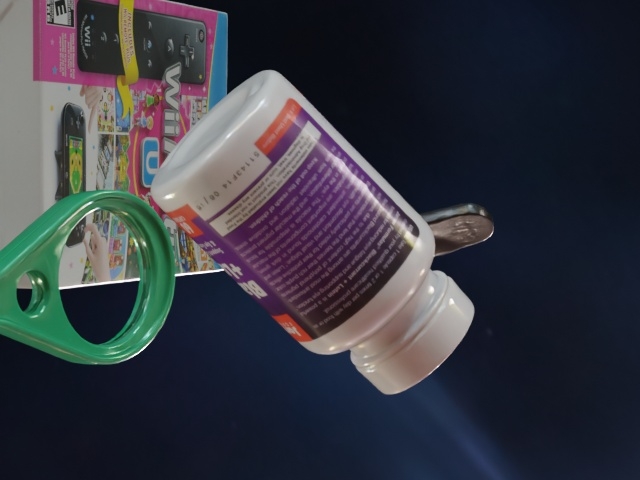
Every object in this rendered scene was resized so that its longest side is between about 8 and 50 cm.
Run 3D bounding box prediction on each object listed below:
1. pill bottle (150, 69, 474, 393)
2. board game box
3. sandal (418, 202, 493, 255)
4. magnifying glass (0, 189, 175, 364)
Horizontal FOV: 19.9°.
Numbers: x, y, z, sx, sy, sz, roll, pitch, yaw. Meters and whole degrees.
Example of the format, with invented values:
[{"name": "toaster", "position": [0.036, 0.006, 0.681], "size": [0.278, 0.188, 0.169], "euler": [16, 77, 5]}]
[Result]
[{"name": "pill bottle", "position": [0.000, 0.000, 1.100], "size": [0.108, 0.108, 0.193], "euler": [-42, -75, 12]}, {"name": "board game box", "position": [-0.176, -0.081, 1.406], "size": [0.097, 0.303, 0.224], "euler": [1, -87, 21]}, {"name": "sandal", "position": [0.059, 0.012, 1.521], "size": [0.179, 0.040, 0.067], "euler": [-15, -32, 24]}, {"name": "magnifying glass", "position": [-0.155, 0.027, 0.908], "size": [0.231, 0.026, 0.092], "euler": [-12, -79, -54]}]
